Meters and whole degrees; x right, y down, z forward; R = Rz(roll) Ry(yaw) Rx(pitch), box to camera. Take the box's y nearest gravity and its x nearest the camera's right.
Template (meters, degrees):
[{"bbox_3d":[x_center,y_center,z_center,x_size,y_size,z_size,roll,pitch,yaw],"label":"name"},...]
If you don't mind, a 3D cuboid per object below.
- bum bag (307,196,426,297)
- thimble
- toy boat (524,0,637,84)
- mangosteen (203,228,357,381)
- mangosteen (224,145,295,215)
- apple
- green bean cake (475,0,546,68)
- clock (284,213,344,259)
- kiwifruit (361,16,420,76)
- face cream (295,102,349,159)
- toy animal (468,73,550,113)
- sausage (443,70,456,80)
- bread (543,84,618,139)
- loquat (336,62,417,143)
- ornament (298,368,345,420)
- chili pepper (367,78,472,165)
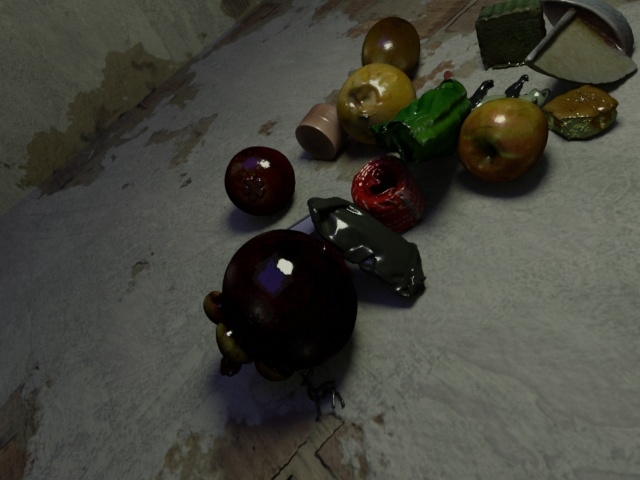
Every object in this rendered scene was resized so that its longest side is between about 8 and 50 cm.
[{"bbox_3d":[0.105,0.003,1.046,0.142,0.326,0.080,-53,0,-41],"label":"bum bag"},{"bbox_3d":[0.168,-0.117,1.178,0.163,0.125,0.190,-29,43,11],"label":"thimble"},{"bbox_3d":[0.660,-0.486,1.168,0.276,0.111,0.293,23,71,0],"label":"toy boat"},{"bbox_3d":[-0.090,0.146,0.982,0.347,0.307,0.307,-41,42,5],"label":"mangosteen"},{"bbox_3d":[-0.176,-0.186,1.418,0.215,0.215,0.257,-22,13,13],"label":"mangosteen"},{"bbox_3d":[0.425,-0.237,1.076,0.196,0.196,0.196,-17,45,18],"label":"apple"},{"bbox_3d":[0.553,-0.597,1.332,0.181,0.173,0.094,3,55,36],"label":"green bean cake"},{"bbox_3d":[0.000,0.000,1.162,0.193,0.145,0.073,-32,42,2],"label":"clock"},{"bbox_3d":[0.233,-0.629,1.546,0.196,0.196,0.234,0,51,32],"label":"kiwifruit"},{"bbox_3d":[0.008,-0.342,1.460,0.149,0.149,0.104,13,59,39],"label":"face cream"},{"bbox_3d":[0.484,-0.360,1.221,0.225,0.094,0.121,1,54,32],"label":"toy animal"},{"bbox_3d":[0.407,-0.457,1.401,0.029,0.029,0.223,-19,45,17],"label":"sausage"},{"bbox_3d":[0.617,-0.304,1.105,0.128,0.069,0.140,-31,41,6],"label":"bread"},{"bbox_3d":[0.168,-0.397,1.358,0.244,0.244,0.244,-17,45,18],"label":"loquat"},{"bbox_3d":[-0.003,0.308,0.976,0.073,0.028,0.125,-32,44,4],"label":"ornament"},{"bbox_3d":[0.260,-0.272,1.146,0.213,0.167,0.385,-27,9,42],"label":"chili pepper"}]
